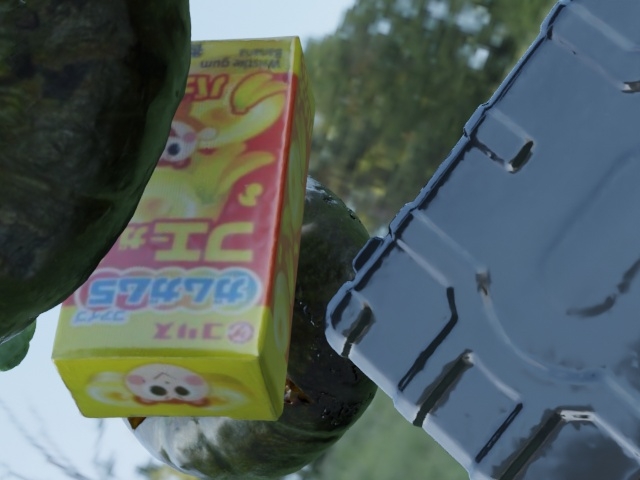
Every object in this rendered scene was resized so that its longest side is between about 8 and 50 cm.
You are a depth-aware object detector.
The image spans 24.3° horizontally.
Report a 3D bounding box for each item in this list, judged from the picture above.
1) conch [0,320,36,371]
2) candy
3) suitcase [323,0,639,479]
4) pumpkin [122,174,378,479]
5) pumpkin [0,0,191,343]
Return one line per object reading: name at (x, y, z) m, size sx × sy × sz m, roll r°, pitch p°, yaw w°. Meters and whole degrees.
conch at (-0.392, 0.086, 1.745) m, size 0.105 × 0.079 × 0.170 m, roll -57°, pitch -41°, yaw -27°
candy at (-0.087, -0.013, 1.022) m, size 0.088 × 0.146 × 0.276 m, roll 77°, pitch -164°, yaw -54°
suitcase at (0.151, -0.001, 0.726) m, size 0.285 × 0.206 × 0.066 m, roll -53°, pitch -24°, yaw 13°
pumpkin at (-0.076, 0.081, 1.438) m, size 0.192 × 0.320 × 0.320 m, roll 7°, pitch -76°, yaw -53°
pumpkin at (-0.178, -0.112, 0.718) m, size 0.242 × 0.232 × 0.324 m, roll -134°, pitch 20°, yaw -73°
